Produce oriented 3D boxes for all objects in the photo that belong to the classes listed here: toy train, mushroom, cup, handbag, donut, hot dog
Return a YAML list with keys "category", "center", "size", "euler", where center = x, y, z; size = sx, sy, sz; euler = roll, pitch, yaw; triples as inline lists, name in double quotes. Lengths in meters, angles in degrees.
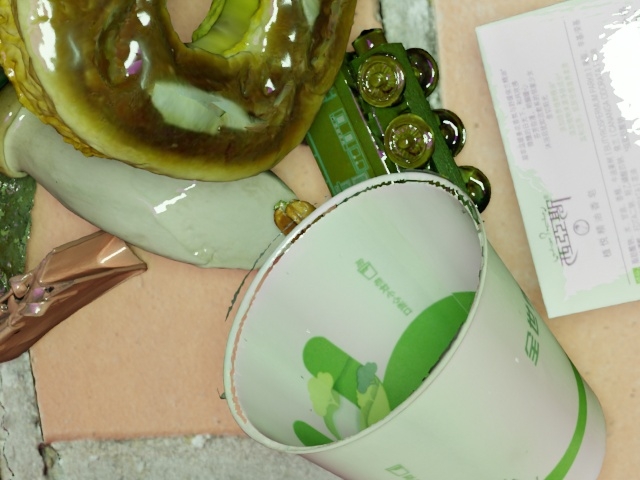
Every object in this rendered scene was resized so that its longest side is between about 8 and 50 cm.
- category: "toy train"
  center: [0.062, -0.076, 1.039]
  size: [0.137, 0.090, 0.225]
  euler: [-26, 86, 33]
- category: "mushroom"
  center: [-0.182, -0.062, 1.111]
  size: [0.350, 0.128, 0.128]
  euler: [24, 107, 17]
- category: "cup"
  center: [0.095, 0.116, 0.941]
  size: [0.253, 0.253, 0.274]
  euler: [-32, 128, 22]
- category: "handbag"
  center: [-0.293, 0.069, 1.153]
  size: [0.212, 0.157, 0.059]
  euler: [-34, 87, 22]
- category: "donut"
  center: [-0.112, -0.205, 0.941]
  size: [0.160, 0.330, 0.329]
  euler: [11, 107, 58]
- category: "hot dog"
  center: [0.000, 0.000, 1.063]
  size: [0.049, 0.037, 0.122]
  euler: [0, 143, 39]

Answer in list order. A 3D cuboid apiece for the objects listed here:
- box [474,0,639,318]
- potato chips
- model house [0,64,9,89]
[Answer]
- category: "box"
  center: [0.260, -0.083, 0.954]
  size: [0.195, 0.111, 0.260]
  euler: [-13, 97, 19]
- category: "potato chips"
  center: [-0.364, -0.030, 1.225]
  size: [0.142, 0.026, 0.209]
  euler: [28, 99, 23]
- category: "model house"
  center: [-0.377, -0.262, 1.042]
  size: [0.298, 0.243, 0.284]
  euler: [-33, 105, 27]
